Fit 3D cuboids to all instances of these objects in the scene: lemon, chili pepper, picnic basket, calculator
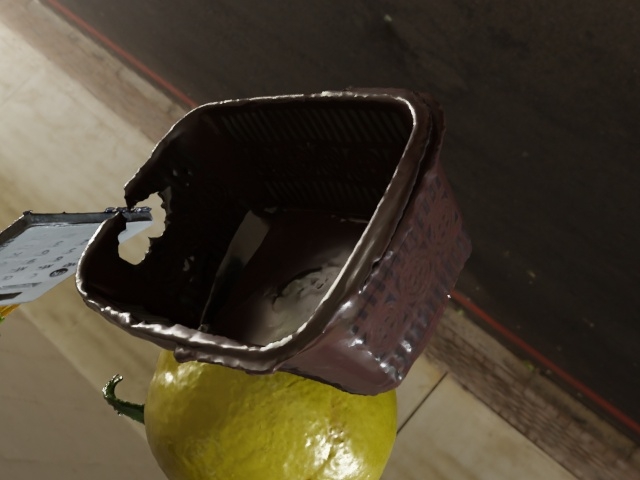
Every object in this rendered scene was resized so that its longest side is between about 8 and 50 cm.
[{"bbox_3d":[-0.060,0.220,0.986,0.348,0.348,0.348,40,171,8],"label":"lemon"},{"bbox_3d":[-0.186,0.305,1.232,0.359,0.084,0.076,26,143,-26],"label":"chili pepper"},{"bbox_3d":[-0.029,0.009,0.544,0.297,0.222,0.129,8,151,46],"label":"picnic basket"},{"bbox_3d":[-0.317,0.026,0.803,0.161,0.262,0.021,-6,-109,-55],"label":"calculator"}]

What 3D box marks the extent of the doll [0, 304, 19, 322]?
[{"bbox_3d":[-0.498,0.100,1.062,0.106,0.186,0.134,53,166,-6],"label":"doll"}]
